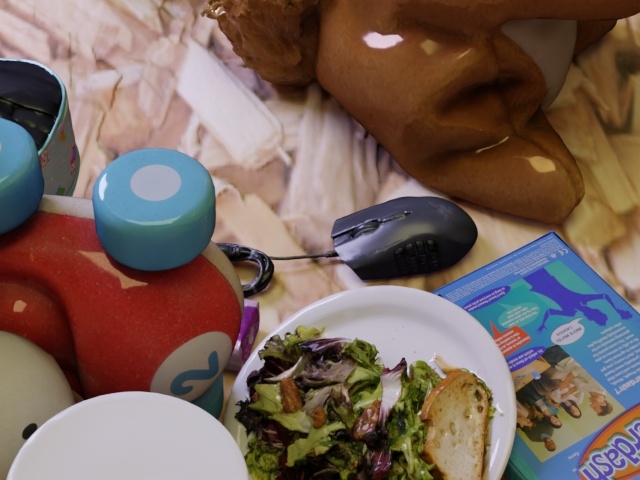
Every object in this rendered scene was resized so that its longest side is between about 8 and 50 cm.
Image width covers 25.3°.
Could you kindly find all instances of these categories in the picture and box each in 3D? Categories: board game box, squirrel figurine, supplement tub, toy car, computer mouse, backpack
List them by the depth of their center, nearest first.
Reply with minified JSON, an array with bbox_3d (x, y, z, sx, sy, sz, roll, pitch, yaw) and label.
[{"bbox_3d":[-0.098,0.190,0.774,0.144,0.200,0.144,1,46,-1],"label":"supplement tub"},{"bbox_3d":[-0.171,0.091,0.854,0.210,0.219,0.238,11,49,8],"label":"toy car"},{"bbox_3d":[0.162,0.101,0.972,0.160,0.047,0.210,-24,51,-23],"label":"board game box"},{"bbox_3d":[-0.269,-0.055,1.036,0.188,0.144,0.166,-1,42,11],"label":"backpack"},{"bbox_3d":[0.000,0.000,1.067,0.242,0.041,0.071,-8,48,-9],"label":"computer mouse"},{"bbox_3d":[0.080,-0.272,1.099,0.397,0.370,0.281,17,49,14],"label":"squirrel figurine"}]

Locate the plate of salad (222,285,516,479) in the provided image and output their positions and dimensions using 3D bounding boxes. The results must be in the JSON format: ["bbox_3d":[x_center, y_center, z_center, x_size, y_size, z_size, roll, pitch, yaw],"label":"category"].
[{"bbox_3d":[0.026,0.113,0.923,0.199,0.048,0.200,-9,58,15],"label":"plate of salad"}]

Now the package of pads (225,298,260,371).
[{"bbox_3d":[-0.088,0.061,1.012,0.083,0.032,0.050,12,50,9],"label":"package of pads"}]
